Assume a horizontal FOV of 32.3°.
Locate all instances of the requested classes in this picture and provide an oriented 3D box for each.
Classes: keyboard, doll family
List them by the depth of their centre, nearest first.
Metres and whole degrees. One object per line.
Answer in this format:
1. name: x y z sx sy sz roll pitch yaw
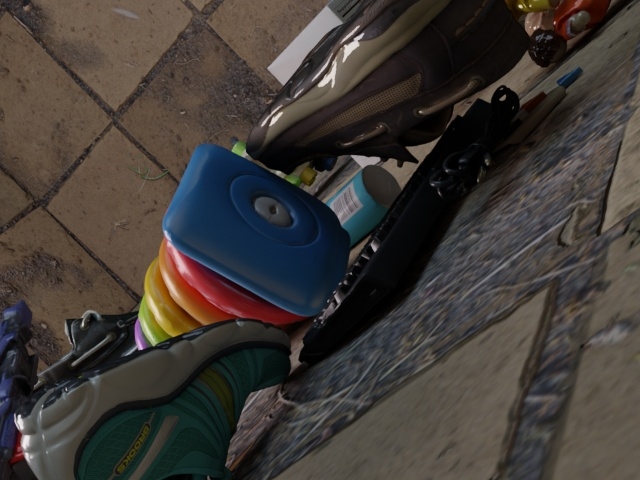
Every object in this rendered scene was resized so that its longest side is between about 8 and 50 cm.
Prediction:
1. keyboard: 0.085 -0.040 0.879 0.201 0.033 0.317 -46 5 36
2. doll family: 0.221 -0.259 1.095 0.163 0.118 0.263 -42 7 19

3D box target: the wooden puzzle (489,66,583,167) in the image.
1. wooden puzzle: 0.162 -0.097 0.905 0.116 0.014 0.078 -47 7 -21

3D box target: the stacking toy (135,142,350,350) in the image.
1. stacking toy: -0.116 0.078 1.037 0.302 0.166 0.175 -54 13 30

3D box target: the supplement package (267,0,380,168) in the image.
1. supplement package: 0.076 -0.240 1.503 0.149 0.203 0.194 -49 8 -31

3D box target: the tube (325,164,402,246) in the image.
1. tube: 0.000 0.000 1.138 0.207 0.052 0.080 -41 29 38

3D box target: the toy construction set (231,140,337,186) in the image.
1. toy construction set: -0.038 -0.144 1.832 0.328 0.151 0.215 -39 -20 -18

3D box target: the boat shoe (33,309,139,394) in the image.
1. boat shoe: -0.276 0.142 1.366 0.335 0.119 0.121 -41 3 -16

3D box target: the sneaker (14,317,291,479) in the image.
1. sneaker: -0.099 0.123 0.747 0.107 0.110 0.275 -22 -1 26

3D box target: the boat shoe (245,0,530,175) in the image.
1. boat shoe: 0.045 -0.116 0.933 0.132 0.130 0.355 -55 10 -24

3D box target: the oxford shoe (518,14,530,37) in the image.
1. oxford shoe: 0.248 -0.315 1.326 0.449 0.130 0.169 -35 -33 -3

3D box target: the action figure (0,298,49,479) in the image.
1. action figure: -0.365 0.242 1.233 0.330 0.178 0.341 -22 35 19
